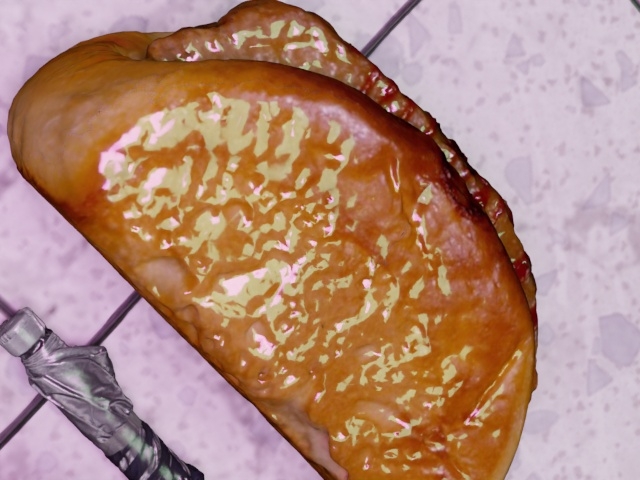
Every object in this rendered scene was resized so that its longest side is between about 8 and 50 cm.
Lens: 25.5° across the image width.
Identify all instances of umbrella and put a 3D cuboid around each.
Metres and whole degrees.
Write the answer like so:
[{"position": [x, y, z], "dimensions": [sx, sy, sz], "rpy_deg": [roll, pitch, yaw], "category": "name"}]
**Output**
[{"position": [-0.143, 0.117, 0.956], "dimensions": [0.188, 0.046, 0.050], "rpy_deg": [49, 64, -15], "category": "umbrella"}]

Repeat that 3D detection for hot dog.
[{"position": [0.000, 0.001, 0.924], "dimensions": [0.223, 0.185, 0.405], "rpy_deg": [-45, 110, -10], "category": "hot dog"}]
